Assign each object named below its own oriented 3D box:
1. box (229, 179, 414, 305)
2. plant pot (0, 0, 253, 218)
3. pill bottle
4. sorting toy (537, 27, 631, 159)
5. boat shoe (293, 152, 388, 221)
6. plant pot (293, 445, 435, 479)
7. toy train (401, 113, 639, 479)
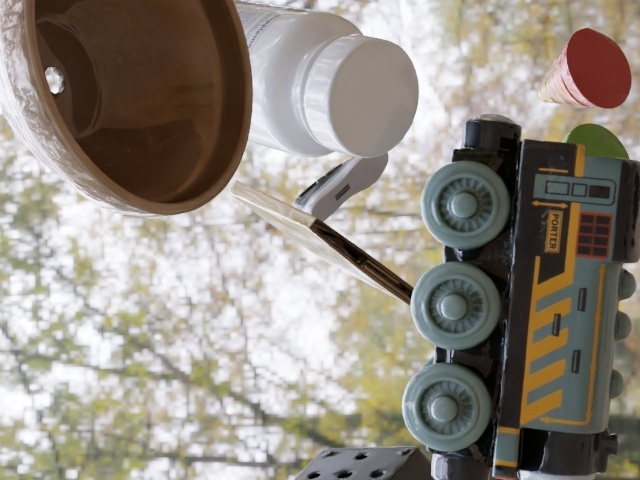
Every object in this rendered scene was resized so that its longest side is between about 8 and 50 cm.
[{"bbox_3d":[0.000,0.000,1.513,0.164,0.201,0.021,36,-94,-32],"label":"box"},{"bbox_3d":[-0.163,-0.127,1.002,0.237,0.110,0.237,20,-115,-51],"label":"plant pot"},{"bbox_3d":[-0.023,-0.145,1.227,0.131,0.229,0.131,-12,-69,-36],"label":"pill bottle"},{"bbox_3d":[0.350,-0.109,1.897,0.127,0.126,0.365,14,-111,-30],"label":"sorting toy"},{"bbox_3d":[0.025,-0.076,1.694,0.142,0.040,0.049,-39,-44,-23],"label":"boat shoe"},{"bbox_3d":[0.048,0.323,1.456,0.187,0.188,0.167,-37,-66,-54],"label":"plant pot"},{"bbox_3d":[0.179,0.058,1.191,0.142,0.190,0.333,-3,-82,-80],"label":"toy train"}]
